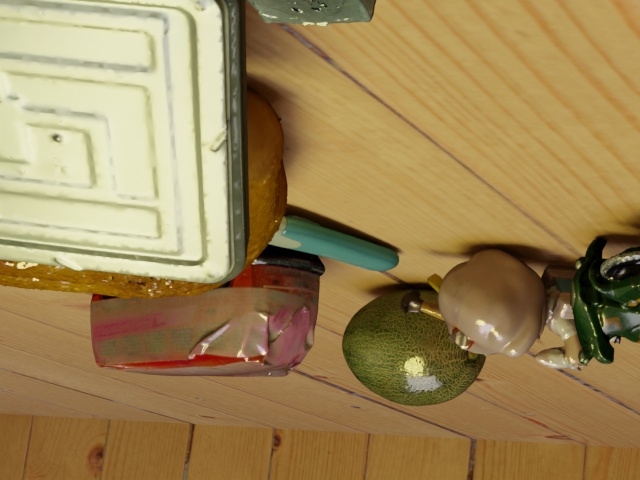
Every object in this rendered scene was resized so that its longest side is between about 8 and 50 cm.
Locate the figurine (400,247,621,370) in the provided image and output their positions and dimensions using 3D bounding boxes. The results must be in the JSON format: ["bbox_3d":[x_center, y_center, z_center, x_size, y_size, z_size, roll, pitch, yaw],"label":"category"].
[{"bbox_3d":[0.203,0.069,1.442,0.229,0.137,0.112,8,135,-17],"label":"figurine"}]

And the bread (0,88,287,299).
[{"bbox_3d":[-0.190,-0.033,1.152,0.328,0.148,0.337,8,166,-6],"label":"bread"}]

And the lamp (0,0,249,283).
[{"bbox_3d":[-0.179,-0.084,0.910,0.269,0.047,0.266,6,136,5],"label":"lamp"}]

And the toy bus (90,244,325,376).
[{"bbox_3d":[-0.130,0.080,1.594,0.303,0.147,0.127,-5,167,43],"label":"toy bus"}]

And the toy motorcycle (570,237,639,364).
[{"bbox_3d":[0.348,0.064,1.340,0.275,0.124,0.187,14,155,-26],"label":"toy motorcycle"}]

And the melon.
[{"bbox_3d":[0.115,0.124,1.645,0.192,0.139,0.139,0,164,38],"label":"melon"}]

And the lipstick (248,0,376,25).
[{"bbox_3d":[-0.043,-0.190,0.625,0.066,0.068,0.317,3,166,18],"label":"lipstick"}]

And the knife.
[{"bbox_3d":[0.000,0.000,1.434,0.064,0.031,0.222,-12,160,42],"label":"knife"}]
